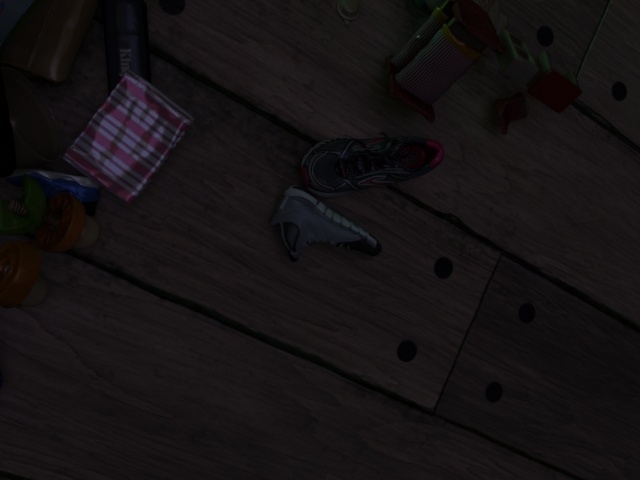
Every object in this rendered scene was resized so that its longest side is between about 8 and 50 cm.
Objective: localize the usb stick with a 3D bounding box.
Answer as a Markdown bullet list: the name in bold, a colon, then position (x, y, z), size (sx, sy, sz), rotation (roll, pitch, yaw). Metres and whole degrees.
- **usb stick**: position (-0.344, -0.303, 1.079), size (0.077, 0.045, 0.277), rotation (-4, 93, -19)

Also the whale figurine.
- **whale figurine**: position (0.294, -0.517, 1.269), size (0.272, 0.141, 0.216), rotation (35, 86, -41)

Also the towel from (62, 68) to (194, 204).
- **towel**: position (-0.333, -0.181, 1.049), size (0.144, 0.029, 0.197), rotation (36, 85, -12)

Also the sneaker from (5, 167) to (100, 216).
- **sneaker**: position (-0.464, -0.074, 1.037), size (0.152, 0.058, 0.084), rotation (7, 81, -26)

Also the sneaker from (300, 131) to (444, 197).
- **sneaker**: position (0.103, -0.164, 1.206), size (0.299, 0.112, 0.120), rotation (-14, 96, -18)

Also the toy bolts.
- **toy bolts**: position (-0.462, 0.047, 0.957), size (0.229, 0.218, 0.158), rotation (-34, 144, 19)

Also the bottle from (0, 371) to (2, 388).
- **bottle**: position (-0.618, 0.135, 0.971), size (0.118, 0.092, 0.282), rotation (-19, 98, -23)

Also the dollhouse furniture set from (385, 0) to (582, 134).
- **dollhouse furniture set**: position (0.339, -0.318, 1.222), size (0.374, 0.201, 0.152), rotation (24, 41, -24)

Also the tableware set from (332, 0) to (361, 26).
- **tableware set**: position (0.059, -0.536, 1.228), size (0.169, 0.020, 0.141), rotation (-45, 103, -12)

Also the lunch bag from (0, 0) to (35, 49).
- **lunch bag**: position (-0.561, -0.426, 0.898), size (0.223, 0.160, 0.262), rotation (-48, 133, 7)

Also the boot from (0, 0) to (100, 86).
- **boot**: position (-0.389, -0.381, 1.003), size (0.236, 0.089, 0.269), rotation (18, 81, 24)

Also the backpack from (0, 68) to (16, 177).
- **backpack**: position (-0.616, -0.189, 0.799), size (0.356, 0.273, 0.290), rotation (-11, 87, -19)

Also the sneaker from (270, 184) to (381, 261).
- **sneaker**: position (0.000, 0.000, 1.197), size (0.229, 0.086, 0.132), rotation (33, 86, -7)

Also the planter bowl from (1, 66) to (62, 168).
- **planter bowl**: position (-0.517, -0.184, 0.975), size (0.109, 0.162, 0.162), rotation (-21, 99, 4)
